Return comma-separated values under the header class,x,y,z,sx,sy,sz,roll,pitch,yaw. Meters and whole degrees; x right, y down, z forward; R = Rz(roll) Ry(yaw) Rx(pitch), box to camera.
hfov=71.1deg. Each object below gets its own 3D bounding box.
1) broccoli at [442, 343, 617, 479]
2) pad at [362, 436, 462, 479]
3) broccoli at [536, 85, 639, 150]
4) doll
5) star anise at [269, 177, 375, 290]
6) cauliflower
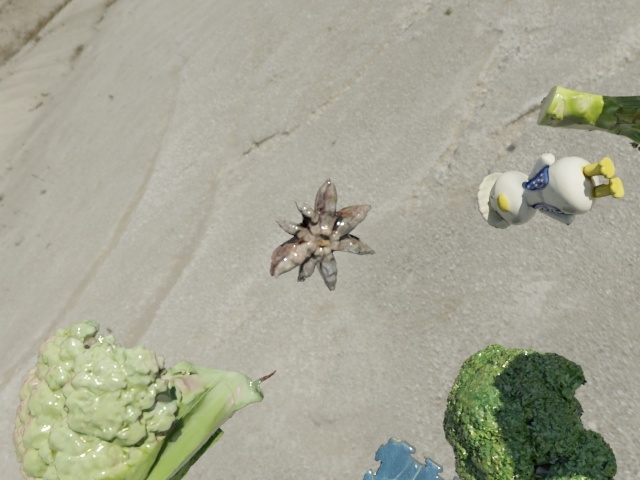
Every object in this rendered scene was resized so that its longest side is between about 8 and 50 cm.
class,x,y,z,sx,sy,sz,roll,pitch,yaw
broccoli,0.432,0.401,0.986,0.413,0.310,0.320,170,93,-66
pad,0.094,0.304,0.259,0.269,0.012,0.269,26,92,25
broccoli,0.653,-0.261,0.917,0.252,0.362,0.221,-150,69,-73
doll,0.408,-0.090,0.848,0.119,0.138,0.293,-30,10,-23
star anise,0.000,0.000,0.887,0.236,0.229,0.093,-23,22,-11
cauliflower,-0.198,0.208,0.521,0.239,0.316,0.256,-22,81,48
